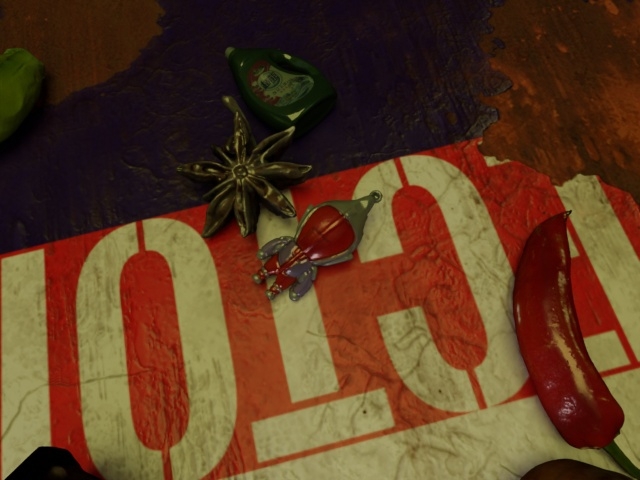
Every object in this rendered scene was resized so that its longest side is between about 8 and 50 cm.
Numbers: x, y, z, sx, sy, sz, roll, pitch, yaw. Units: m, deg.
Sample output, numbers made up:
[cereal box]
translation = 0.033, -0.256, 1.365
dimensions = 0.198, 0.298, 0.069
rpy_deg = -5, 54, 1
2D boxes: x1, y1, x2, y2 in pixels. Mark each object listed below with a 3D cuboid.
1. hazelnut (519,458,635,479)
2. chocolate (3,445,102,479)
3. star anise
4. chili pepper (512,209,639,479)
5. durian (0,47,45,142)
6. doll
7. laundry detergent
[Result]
[hazelnut]
translation = 0.300, 0.353, 0.503
dimensions = 0.212, 0.181, 0.181
rpy_deg = 30, 101, 19
[chocolate]
translation = -0.272, 0.379, 0.473
dimensions = 0.186, 0.283, 0.284
rpy_deg = 21, 72, 5
[star anise]
translation = -0.116, -0.110, 0.728
dimensions = 0.209, 0.089, 0.231
rpy_deg = 11, 74, 6
[chili pepper]
translation = 0.330, 0.126, 0.620
dimensions = 0.137, 0.092, 0.368
rpy_deg = -3, 72, -9
[durian]
translation = -0.569, -0.224, 0.795
dimensions = 0.139, 0.101, 0.250
rpy_deg = 9, 66, 44
[doll]
translation = 0.000, 0.000, 0.689
dimensions = 0.227, 0.075, 0.102
rpy_deg = -41, 87, -1
[laundry detergent]
translation = -0.080, -0.274, 0.803
dimensions = 0.137, 0.063, 0.211
rpy_deg = -43, 71, -14
